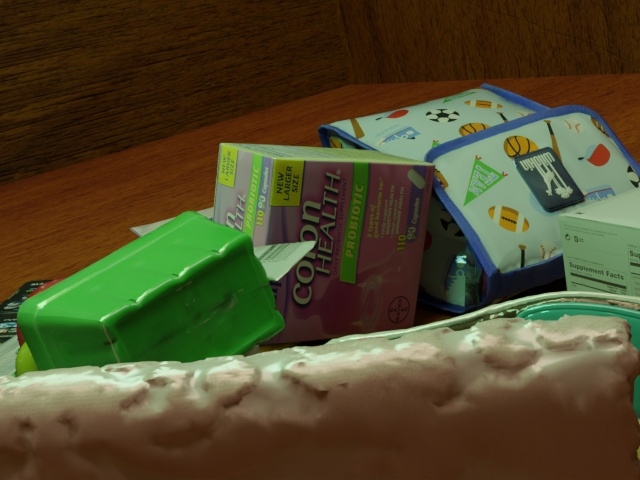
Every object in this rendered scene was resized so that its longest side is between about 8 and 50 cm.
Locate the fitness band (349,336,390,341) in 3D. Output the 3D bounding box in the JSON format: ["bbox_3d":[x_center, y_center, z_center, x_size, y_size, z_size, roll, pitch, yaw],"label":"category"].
[{"bbox_3d":[-0.061,0.166,0.842,0.291,0.054,0.209,-29,-21,1],"label":"fitness band"}]

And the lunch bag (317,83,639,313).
[{"bbox_3d":[0.227,-0.061,1.430,0.328,0.238,0.385,-18,33,-27],"label":"lunch bag"}]

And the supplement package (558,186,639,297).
[{"bbox_3d":[0.435,0.015,1.146,0.262,0.145,0.204,-19,17,-26],"label":"supplement package"}]

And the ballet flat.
[{"bbox_3d":[0.183,0.122,0.998,0.400,0.139,0.139,-7,15,17],"label":"ballet flat"}]

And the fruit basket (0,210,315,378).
[{"bbox_3d":[-0.216,0.097,1.084,0.327,0.165,0.353,-33,12,-39],"label":"fruit basket"}]

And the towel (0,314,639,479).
[{"bbox_3d":[-0.017,0.192,0.478,0.332,0.317,0.053,-7,20,6],"label":"towel"}]

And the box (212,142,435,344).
[{"bbox_3d":[0.000,0.000,1.240,0.243,0.213,0.117,0,12,-37],"label":"box"}]

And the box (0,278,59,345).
[{"bbox_3d":[-0.276,0.108,1.354,0.296,0.073,0.293,-4,13,-1],"label":"box"}]

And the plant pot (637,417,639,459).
[{"bbox_3d":[0.093,0.150,0.675,0.236,0.032,0.236,-8,15,2],"label":"plant pot"}]

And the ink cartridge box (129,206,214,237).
[{"bbox_3d":[-0.225,-0.014,1.901,0.208,0.045,0.206,-15,16,-19],"label":"ink cartridge box"}]
